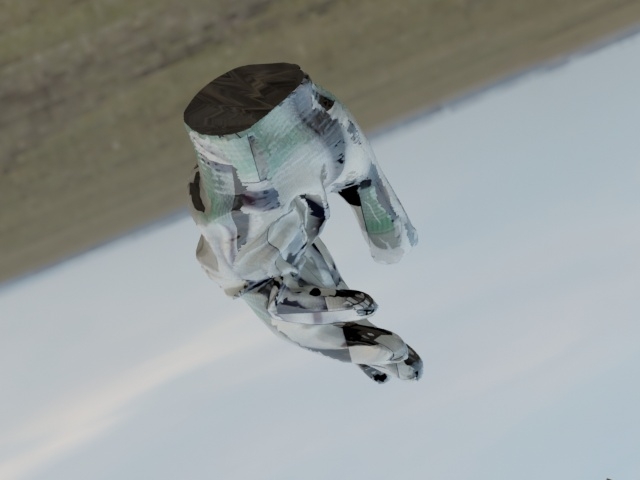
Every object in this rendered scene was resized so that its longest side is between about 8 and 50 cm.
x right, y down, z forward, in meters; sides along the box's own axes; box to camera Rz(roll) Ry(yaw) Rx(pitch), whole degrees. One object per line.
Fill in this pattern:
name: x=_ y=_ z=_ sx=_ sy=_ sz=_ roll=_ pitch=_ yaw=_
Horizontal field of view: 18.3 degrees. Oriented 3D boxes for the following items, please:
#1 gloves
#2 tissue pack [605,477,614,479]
gloves: x=-0.009 y=0.002 z=1.165 sx=0.111 sy=0.212 sz=0.127 roll=-7 pitch=-146 yaw=13
tissue pack: x=0.289 y=0.347 z=1.146 sx=0.228 sy=0.382 sz=0.293 roll=112 pitch=-4 yaw=-46
